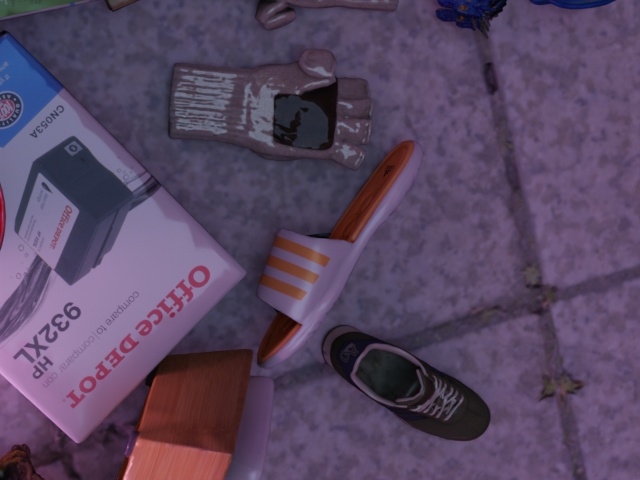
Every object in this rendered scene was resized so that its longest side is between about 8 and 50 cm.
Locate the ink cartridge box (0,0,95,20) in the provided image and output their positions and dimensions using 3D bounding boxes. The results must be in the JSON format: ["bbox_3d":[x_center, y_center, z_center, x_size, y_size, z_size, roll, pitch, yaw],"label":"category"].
[{"bbox_3d":[-0.307,-0.221,1.537,0.209,0.109,0.062,-15,101,-18],"label":"ink cartridge box"}]

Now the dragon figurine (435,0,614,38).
[{"bbox_3d":[0.245,-0.268,1.689,0.289,0.085,0.144,-2,98,-13],"label":"dragon figurine"}]

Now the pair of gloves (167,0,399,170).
[{"bbox_3d":[-0.031,-0.195,1.654,0.204,0.042,0.240,11,93,-15],"label":"pair of gloves"}]

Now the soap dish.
[{"bbox_3d":[-0.140,0.256,1.559,0.118,0.229,0.290,20,108,-5],"label":"soap dish"}]

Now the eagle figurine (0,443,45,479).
[{"bbox_3d":[-0.382,0.223,1.539,0.298,0.226,0.225,1,59,-30],"label":"eagle figurine"}]

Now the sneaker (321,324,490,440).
[{"bbox_3d":[0.092,0.149,1.704,0.192,0.086,0.064,31,89,-16],"label":"sneaker"}]

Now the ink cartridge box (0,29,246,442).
[{"bbox_3d":[-0.255,-0.004,1.577,0.223,0.129,0.307,-45,104,-5],"label":"ink cartridge box"}]

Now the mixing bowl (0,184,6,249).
[{"bbox_3d":[-0.351,-0.024,1.436,0.181,0.098,0.181,-1,97,-10],"label":"mixing bowl"}]

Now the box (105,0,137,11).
[{"bbox_3d":[-0.134,-0.324,1.592,0.201,0.021,0.164,-25,98,-6],"label":"box"}]

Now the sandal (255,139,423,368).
[{"bbox_3d":[-0.003,-0.001,1.663,0.076,0.102,0.265,36,80,-14],"label":"sandal"}]
